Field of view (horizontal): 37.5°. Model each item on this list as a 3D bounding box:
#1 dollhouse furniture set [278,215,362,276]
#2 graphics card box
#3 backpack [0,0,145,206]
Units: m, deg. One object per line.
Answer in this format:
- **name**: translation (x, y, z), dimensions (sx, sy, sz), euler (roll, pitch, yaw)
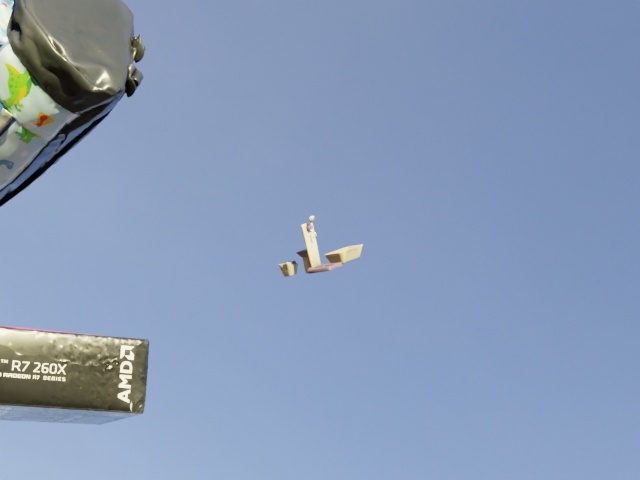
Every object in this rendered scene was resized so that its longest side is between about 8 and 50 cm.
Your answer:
- **dollhouse furniture set**: translation (0.000, 0.000, 1.411), dimensions (0.091, 0.114, 0.081), euler (-10, -85, 36)
- **graphics card box**: translation (-0.405, 0.154, 1.083), dimensions (0.371, 0.094, 0.233), euler (9, -18, -23)
- **backpack**: translation (-0.413, -0.160, 1.145), dimensions (0.273, 0.290, 0.355), euler (30, -64, -24)
